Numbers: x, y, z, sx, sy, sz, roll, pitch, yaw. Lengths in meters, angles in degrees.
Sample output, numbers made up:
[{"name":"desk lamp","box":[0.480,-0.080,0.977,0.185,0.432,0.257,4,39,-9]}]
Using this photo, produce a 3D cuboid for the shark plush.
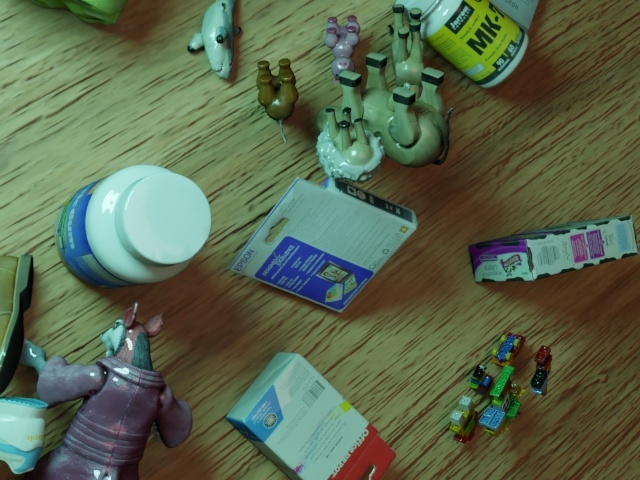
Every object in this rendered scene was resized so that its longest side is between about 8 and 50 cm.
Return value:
[{"name":"shark plush","box":[-0.148,-0.325,1.569,0.067,0.073,0.161,32,49,-41]}]

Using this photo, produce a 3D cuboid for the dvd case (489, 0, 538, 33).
[{"name":"dvd case","box":[0.327,-0.505,1.825,0.179,0.029,0.239,28,74,-23]}]

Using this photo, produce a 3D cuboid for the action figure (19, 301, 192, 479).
[{"name":"action figure","box":[-0.286,0.257,1.319,0.248,0.276,0.370,17,92,-19]}]

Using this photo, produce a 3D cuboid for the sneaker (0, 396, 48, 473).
[{"name":"sneaker","box":[-0.451,0.234,1.276,0.228,0.087,0.092,3,83,13]}]

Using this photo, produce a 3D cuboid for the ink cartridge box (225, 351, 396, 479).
[{"name":"ink cartridge box","box":[-0.011,0.292,1.551,0.231,0.078,0.134,47,68,-16]}]

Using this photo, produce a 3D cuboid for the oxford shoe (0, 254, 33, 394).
[{"name":"oxford shoe","box":[-0.418,0.107,1.332,0.076,0.076,0.212,4,46,-10]}]

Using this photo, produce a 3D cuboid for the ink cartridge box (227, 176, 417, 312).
[{"name":"ink cartridge box","box":[0.000,0.000,1.526,0.208,0.206,0.045,22,37,-26]}]

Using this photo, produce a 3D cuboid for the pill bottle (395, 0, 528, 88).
[{"name":"pill bottle","box":[0.232,-0.356,1.713,0.208,0.119,0.119,34,71,-20]}]

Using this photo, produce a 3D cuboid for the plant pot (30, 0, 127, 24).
[{"name":"plant pot","box":[-0.318,-0.437,1.377,0.276,0.276,0.254,20,88,-24]}]

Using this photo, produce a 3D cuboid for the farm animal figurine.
[{"name":"farm animal figurine","box":[0.081,-0.200,1.561,0.330,0.327,0.172,-25,131,-23]}]

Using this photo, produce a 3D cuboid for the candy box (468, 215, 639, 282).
[{"name":"candy box","box":[0.390,0.016,1.738,0.233,0.159,0.071,-12,93,-27]}]

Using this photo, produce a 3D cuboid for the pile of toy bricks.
[{"name":"pile of toy bricks","box":[0.308,0.263,1.716,0.212,0.118,0.105,-51,140,-31]}]

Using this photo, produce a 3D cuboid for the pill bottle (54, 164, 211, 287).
[{"name":"pill bottle","box":[-0.243,-0.017,1.350,0.152,0.272,0.152,3,84,-27]}]
